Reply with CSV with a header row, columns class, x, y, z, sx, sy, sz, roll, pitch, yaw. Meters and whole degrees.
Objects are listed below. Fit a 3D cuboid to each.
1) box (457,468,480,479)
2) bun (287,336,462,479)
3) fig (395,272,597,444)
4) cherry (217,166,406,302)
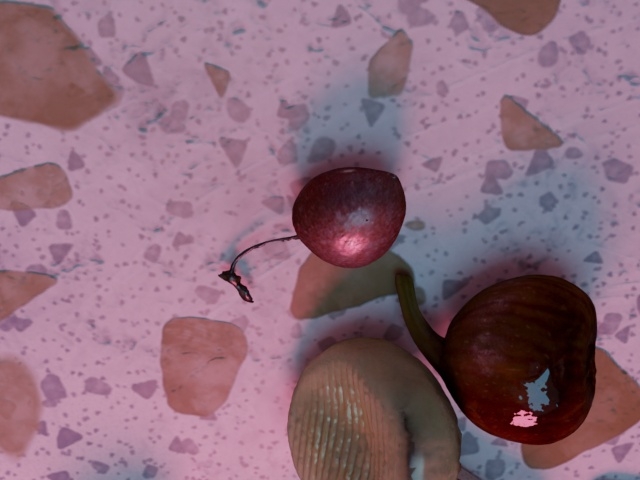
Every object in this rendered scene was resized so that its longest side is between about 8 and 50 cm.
class,x,y,z,sx,sy,sz,roll,pitch,yaw
box,0.070,0.399,1.466,0.210,0.095,0.330,36,113,-20
bun,0.069,0.207,1.310,0.127,0.222,0.222,-3,127,-44
fig,0.180,0.122,1.291,0.207,0.175,0.175,0,120,14
cherry,0.000,0.000,1.256,0.107,0.090,0.225,26,133,-32
